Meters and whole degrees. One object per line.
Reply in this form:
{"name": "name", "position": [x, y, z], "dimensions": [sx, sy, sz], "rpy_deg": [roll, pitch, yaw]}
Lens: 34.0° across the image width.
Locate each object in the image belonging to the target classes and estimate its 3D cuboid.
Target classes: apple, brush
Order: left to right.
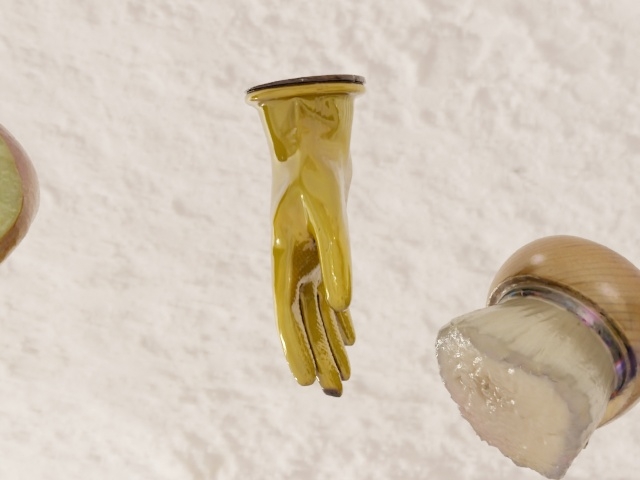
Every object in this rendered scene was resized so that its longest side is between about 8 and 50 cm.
{"name": "apple", "position": [-0.392, -0.041, 1.097], "dimensions": [0.173, 0.195, 0.160], "rpy_deg": [39, 158, -17]}
{"name": "brush", "position": [0.209, 0.133, 0.983], "dimensions": [0.174, 0.166, 0.266], "rpy_deg": [30, 147, 25]}

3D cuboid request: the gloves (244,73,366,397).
{"name": "gloves", "position": [0.001, 0.000, 0.987], "dimensions": [0.116, 0.294, 0.133], "rpy_deg": [-5, -179, 32]}
